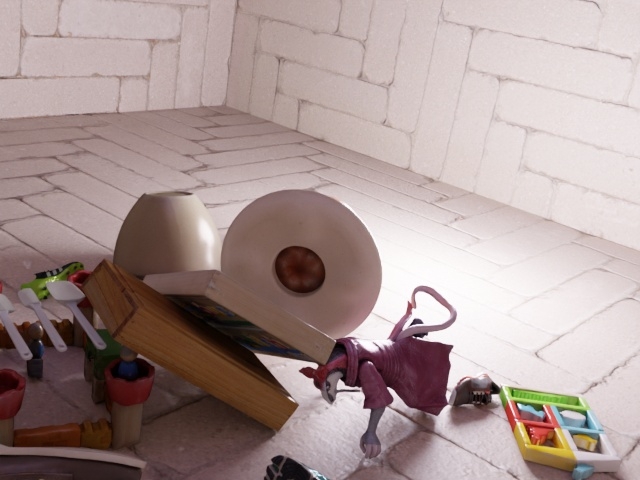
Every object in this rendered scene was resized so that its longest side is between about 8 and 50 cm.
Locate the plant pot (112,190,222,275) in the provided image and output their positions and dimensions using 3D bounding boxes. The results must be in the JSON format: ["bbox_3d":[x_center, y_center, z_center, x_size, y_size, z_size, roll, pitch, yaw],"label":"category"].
[{"bbox_3d":[-0.391,-0.027,2.069,0.284,0.190,0.284,1,10,0],"label":"plant pot"}]

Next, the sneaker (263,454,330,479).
[{"bbox_3d":[0.025,0.436,1.279,0.275,0.107,0.110,27,7,28],"label":"sneaker"}]

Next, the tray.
[{"bbox_3d":[-0.231,0.195,1.475,0.411,0.076,0.203,41,-2,-38],"label":"tray"}]

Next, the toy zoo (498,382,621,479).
[{"bbox_3d":[0.490,0.393,1.656,0.193,0.030,0.293,9,20,-2],"label":"toy zoo"}]

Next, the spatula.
[{"bbox_3d":[-0.462,0.128,1.351,0.168,0.019,0.242,-3,23,-37],"label":"spatula"}]

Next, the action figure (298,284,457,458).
[{"bbox_3d":[0.123,0.244,1.582,0.370,0.275,0.248,9,21,-45],"label":"action figure"}]

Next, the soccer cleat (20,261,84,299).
[{"bbox_3d":[-0.638,0.089,1.924,0.072,0.060,0.179,15,24,19],"label":"soccer cleat"}]

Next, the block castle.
[{"bbox_3d":[-0.507,0.194,1.481,0.303,0.212,0.453,-1,23,-27],"label":"block castle"}]

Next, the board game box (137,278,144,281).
[{"bbox_3d":[-0.367,0.142,1.900,0.194,0.060,0.194,2,22,-17],"label":"board game box"}]

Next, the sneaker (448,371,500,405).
[{"bbox_3d":[0.336,0.326,1.727,0.065,0.061,0.158,31,30,35],"label":"sneaker"}]

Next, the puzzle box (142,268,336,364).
[{"bbox_3d":[-0.180,0.147,1.570,0.272,0.052,0.409,34,-18,-22],"label":"puzzle box"}]

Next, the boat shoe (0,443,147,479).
[{"bbox_3d":[-0.435,0.363,1.230,0.325,0.096,0.116,8,-20,-14],"label":"boat shoe"}]

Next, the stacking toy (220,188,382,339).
[{"bbox_3d":[0.000,0.000,1.874,0.351,0.350,0.480,13,21,9],"label":"stacking toy"}]
